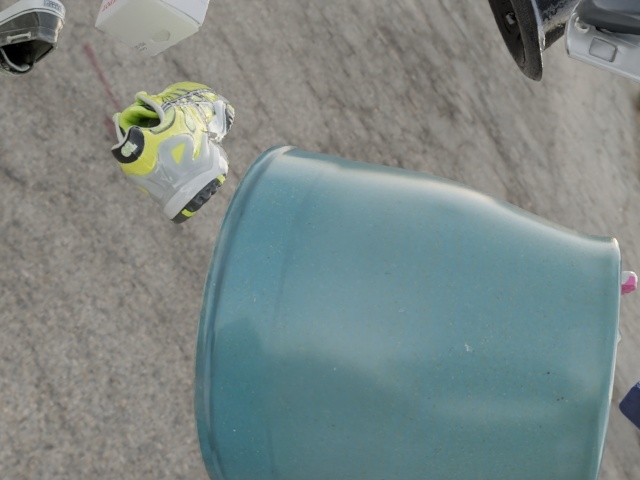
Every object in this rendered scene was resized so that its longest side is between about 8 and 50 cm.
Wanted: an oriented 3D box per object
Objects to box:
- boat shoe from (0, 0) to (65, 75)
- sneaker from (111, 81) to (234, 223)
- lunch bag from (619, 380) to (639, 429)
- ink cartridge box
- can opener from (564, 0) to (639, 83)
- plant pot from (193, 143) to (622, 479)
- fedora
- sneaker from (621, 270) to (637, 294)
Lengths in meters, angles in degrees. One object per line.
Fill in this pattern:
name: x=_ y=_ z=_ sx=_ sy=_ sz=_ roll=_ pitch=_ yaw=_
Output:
boat shoe: x=-0.429 y=-0.267 z=1.142 sx=0.078 sy=0.219 sz=0.070 roll=13 pitch=72 yaw=-43
sneaker: x=-0.224 y=-0.177 z=1.241 sx=0.147 sy=0.145 sz=0.384 roll=42 pitch=12 yaw=-26
lunch bag: x=0.538 y=0.261 z=1.341 sx=0.065 sy=0.098 sz=0.067 roll=-29 pitch=61 yaw=-25
ink cartridge box: x=-0.264 y=-0.490 z=1.432 sx=0.117 sy=0.207 sz=0.283 roll=24 pitch=72 yaw=-34
can opener: x=0.410 y=-0.203 z=0.925 sx=0.283 sy=0.076 sz=0.095 roll=18 pitch=-2 yaw=-6
plant pot: x=0.080 y=0.074 z=0.611 sx=0.272 sy=0.255 sz=0.271 roll=6 pitch=90 yaw=-75
fedora: x=0.389 y=-0.447 z=1.462 sx=0.334 sy=0.152 sz=0.334 roll=-22 pitch=90 yaw=-80
sneaker: x=0.614 y=0.056 z=1.883 sx=0.103 sy=0.252 sz=0.111 roll=10 pitch=92 yaw=-29
